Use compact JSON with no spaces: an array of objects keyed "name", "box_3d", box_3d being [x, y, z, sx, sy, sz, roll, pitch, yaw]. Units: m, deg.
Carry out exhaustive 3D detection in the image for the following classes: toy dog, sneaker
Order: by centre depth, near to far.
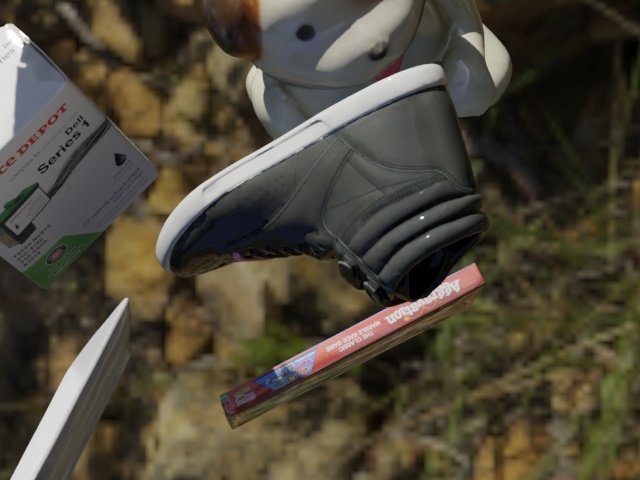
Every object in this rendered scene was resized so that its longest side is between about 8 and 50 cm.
[{"name":"sneaker","box_3d":[0.000,0.000,1.450,0.296,0.105,0.146,-31,78,34]},{"name":"toy dog","box_3d":[0.023,-0.247,2.034,0.395,0.285,0.408,64,-177,6]}]

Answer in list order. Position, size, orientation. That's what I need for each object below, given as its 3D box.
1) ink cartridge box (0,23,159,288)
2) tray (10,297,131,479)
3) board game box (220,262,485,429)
[{"name":"ink cartridge box","box_3d":[-0.262,-0.071,1.741,0.092,0.160,0.219,43,178,26]},{"name":"tray","box_3d":[-0.212,0.179,1.485,0.145,0.030,0.270,-45,17,54]},{"name":"board game box","box_3d":[0.030,0.109,1.959,0.027,0.281,0.145,62,174,10]}]
